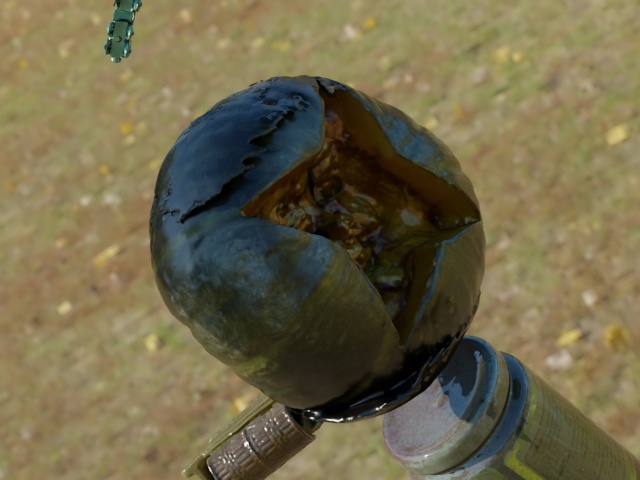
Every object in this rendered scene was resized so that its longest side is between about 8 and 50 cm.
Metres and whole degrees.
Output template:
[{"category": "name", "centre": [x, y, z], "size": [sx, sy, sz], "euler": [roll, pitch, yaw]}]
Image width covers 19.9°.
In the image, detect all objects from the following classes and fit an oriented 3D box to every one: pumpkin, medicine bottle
[{"category": "pumpkin", "centre": [0.000, 0.000, 1.612], "size": [0.320, 0.320, 0.192], "euler": [-45, 5, -41]}, {"category": "medicine bottle", "centre": [0.214, 0.230, 1.737], "size": [0.151, 0.322, 0.151], "euler": [-35, 32, 26]}]

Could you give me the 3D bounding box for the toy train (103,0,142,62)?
[{"category": "toy train", "centre": [-0.186, -0.216, 1.745], "size": [0.029, 0.092, 0.045], "euler": [12, 11, -1]}]

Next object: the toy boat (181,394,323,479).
[{"category": "toy boat", "centre": [-0.044, 0.194, 1.880], "size": [0.226, 0.068, 0.088], "euler": [-38, 16, 13]}]
